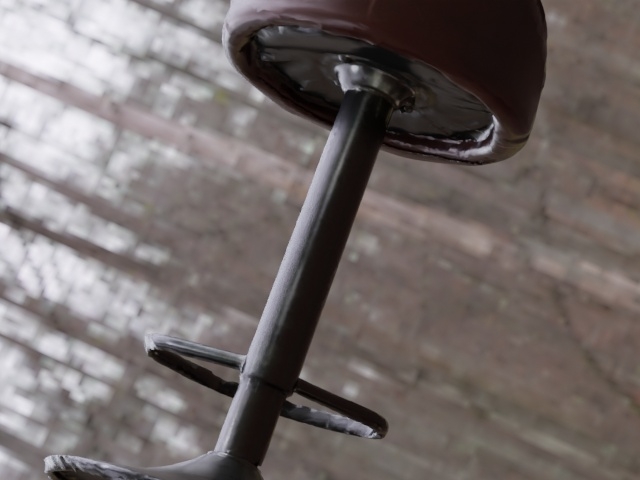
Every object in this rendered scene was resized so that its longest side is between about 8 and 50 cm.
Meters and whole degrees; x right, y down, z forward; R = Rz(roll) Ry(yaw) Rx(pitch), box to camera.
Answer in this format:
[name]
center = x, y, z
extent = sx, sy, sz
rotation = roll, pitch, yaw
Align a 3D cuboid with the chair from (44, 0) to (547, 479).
[chair]
center = 0.000, 0.000, 1.230
extent = 0.226, 0.226, 0.401
rotation = 73, -144, -72
